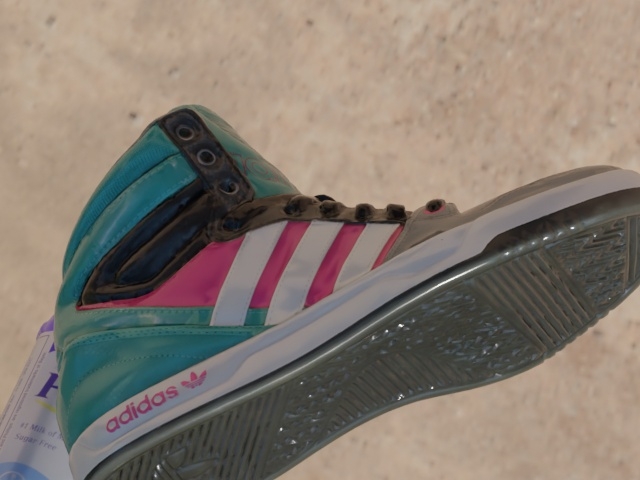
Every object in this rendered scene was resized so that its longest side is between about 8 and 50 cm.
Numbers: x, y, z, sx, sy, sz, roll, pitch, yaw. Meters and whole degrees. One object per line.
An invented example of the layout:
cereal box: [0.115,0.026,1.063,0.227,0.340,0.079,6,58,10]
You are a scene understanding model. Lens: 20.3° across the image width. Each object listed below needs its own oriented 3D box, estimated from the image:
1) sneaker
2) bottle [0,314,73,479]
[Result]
sneaker: [0.000,0.000,0.850,0.296,0.178,0.124,-24,145,-3]
bottle: [-0.119,0.093,1.052,0.118,0.282,0.092,26,148,-6]
